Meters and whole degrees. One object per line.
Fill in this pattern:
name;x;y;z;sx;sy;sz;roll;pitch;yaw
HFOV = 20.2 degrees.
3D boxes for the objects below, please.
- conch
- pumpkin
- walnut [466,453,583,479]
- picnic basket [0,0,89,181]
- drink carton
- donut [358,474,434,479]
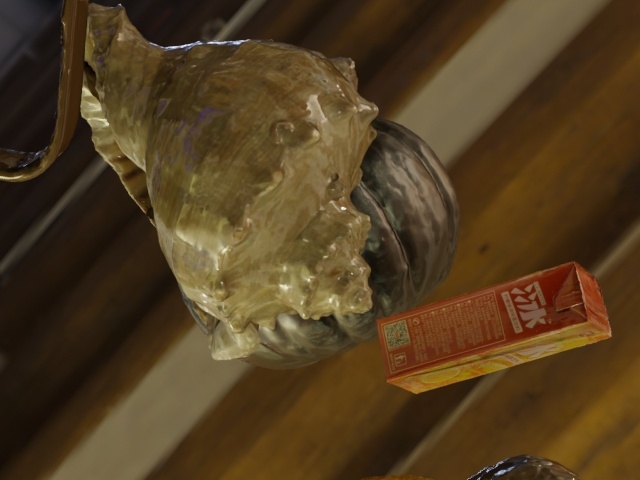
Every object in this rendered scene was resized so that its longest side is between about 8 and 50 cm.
conch;-0.061;-0.048;1.300;0.324;0.186;0.263;61;-29;35
pumpkin;0.000;0.000;2.211;0.363;0.266;0.363;-27;-177;2
walnut;0.207;0.330;1.958;0.230;0.178;0.178;-23;-168;-16
picnic basket;-0.282;-0.177;0.988;0.291;0.321;0.254;-62;165;-64
drink carton;0.178;0.091;1.849;0.223;0.096;0.071;-17;-109;19
donut;0.062;0.338;1.730;0.277;0.108;0.278;-14;-134;15
